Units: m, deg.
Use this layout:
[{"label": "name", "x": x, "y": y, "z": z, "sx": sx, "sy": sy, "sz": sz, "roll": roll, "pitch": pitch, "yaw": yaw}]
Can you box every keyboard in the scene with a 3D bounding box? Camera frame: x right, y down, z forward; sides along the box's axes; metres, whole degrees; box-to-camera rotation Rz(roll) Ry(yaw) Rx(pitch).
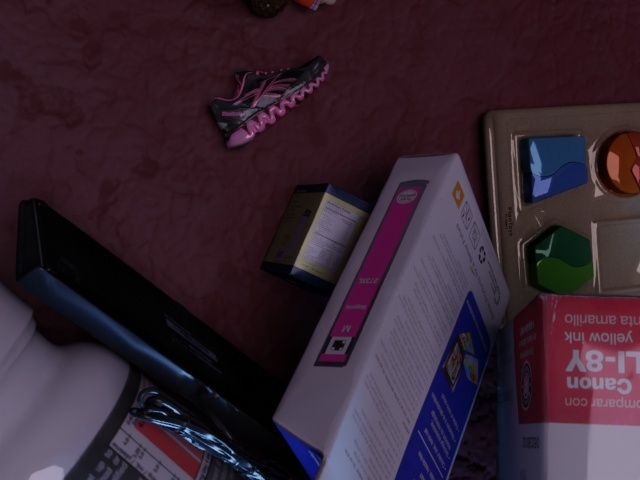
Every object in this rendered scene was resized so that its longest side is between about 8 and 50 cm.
[{"label": "keyboard", "x": -0.098, "y": 0.104, "z": 0.770, "sx": 0.033, "sy": 0.201, "sz": 0.317, "roll": -44, "pitch": 122, "yaw": 8}]

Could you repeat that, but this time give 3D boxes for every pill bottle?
[{"label": "pill bottle", "x": -0.168, "y": 0.207, "z": 0.767, "sx": 0.363, "sy": 0.210, "sz": 0.210, "roll": 46, "pitch": 76, "yaw": -15}]

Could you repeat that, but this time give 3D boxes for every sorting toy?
[{"label": "sorting toy", "x": 0.270, "y": 0.020, "z": 1.018, "sx": 0.229, "sy": 0.041, "sz": 0.307, "roll": -5, "pitch": 93, "yaw": -20}]

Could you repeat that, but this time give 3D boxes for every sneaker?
[{"label": "sneaker", "x": -0.046, "y": -0.131, "z": 0.899, "sx": 0.119, "sy": 0.047, "sz": 0.057, "roll": -39, "pitch": 92, "yaw": -17}]

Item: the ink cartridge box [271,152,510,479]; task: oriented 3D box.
[{"label": "ink cartridge box", "x": 0.058, "y": 0.114, "z": 0.810, "sx": 0.175, "sy": 0.069, "sz": 0.371, "roll": 63, "pitch": 37, "yaw": -36}]

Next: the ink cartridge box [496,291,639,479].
[{"label": "ink cartridge box", "x": 0.226, "y": 0.249, "z": 0.807, "sx": 0.160, "sy": 0.279, "sz": 0.384, "roll": 1, "pitch": 79, "yaw": 3}]

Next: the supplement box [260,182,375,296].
[{"label": "supplement box", "x": 0.000, "y": 0.000, "z": 0.893, "sx": 0.056, "sy": 0.083, "sz": 0.083, "roll": 26, "pitch": 82, "yaw": -20}]

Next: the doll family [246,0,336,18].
[{"label": "doll family", "x": -0.064, "y": -0.297, "z": 0.846, "sx": 0.163, "sy": 0.118, "sz": 0.263, "roll": -46, "pitch": 106, "yaw": -14}]
